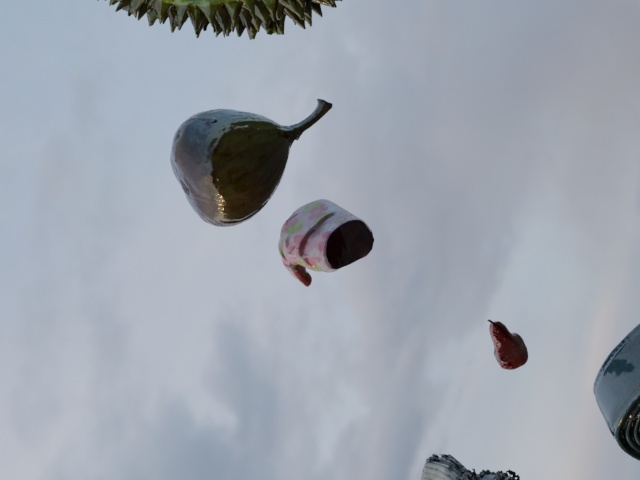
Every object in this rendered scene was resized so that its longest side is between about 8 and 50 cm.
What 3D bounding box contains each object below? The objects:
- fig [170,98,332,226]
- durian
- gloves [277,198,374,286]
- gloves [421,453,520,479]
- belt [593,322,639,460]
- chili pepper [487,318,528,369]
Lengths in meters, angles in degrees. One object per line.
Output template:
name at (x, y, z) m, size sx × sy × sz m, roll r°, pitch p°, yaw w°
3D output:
fig at (-0.111, -0.169, 2.094) m, size 0.321 × 0.217 × 0.217 m, roll -27°, pitch -40°, yaw -10°
durian at (-0.104, -0.333, 1.316) m, size 0.163 × 0.395 × 0.198 m, roll -128°, pitch 31°, yaw -81°
gloves at (-0.008, -0.007, 1.842) m, size 0.126 × 0.241 × 0.145 m, roll 43°, pitch -104°, yaw -29°
gloves at (0.280, 0.478, 1.868) m, size 0.135 × 0.312 × 0.210 m, roll 36°, pitch -111°, yaw -39°
belt at (0.468, 0.167, 1.434) m, size 0.267 × 0.207 × 0.116 m, roll -61°, pitch 29°, yaw 34°
chili pepper at (0.248, 0.138, 1.505) m, size 0.045 × 0.027 × 0.178 m, roll -33°, pitch -32°, yaw 2°
